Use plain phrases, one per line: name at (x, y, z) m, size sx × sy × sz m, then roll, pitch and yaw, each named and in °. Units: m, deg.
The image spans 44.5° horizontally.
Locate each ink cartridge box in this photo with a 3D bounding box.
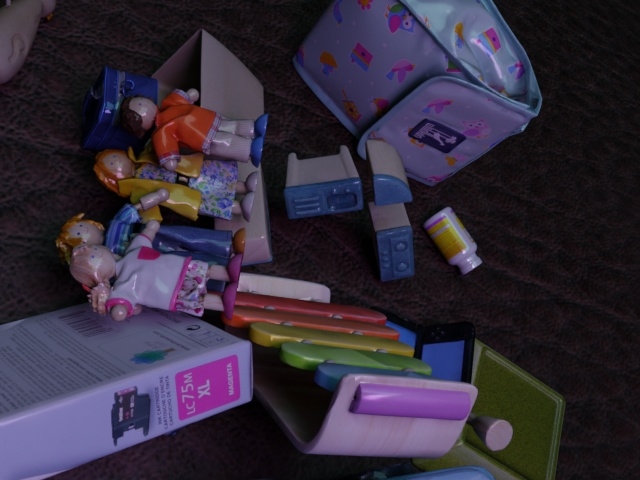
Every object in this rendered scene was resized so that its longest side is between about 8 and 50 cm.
ink cartridge box at (-0.229, 0.115, 0.586) m, size 0.311 × 0.185 × 0.065 m, roll -11°, pitch 107°, yaw -38°

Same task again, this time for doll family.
doll family at (-0.147, -0.018, 0.713) m, size 0.163 × 0.118 × 0.263 m, roll 10°, pitch 54°, yaw -5°

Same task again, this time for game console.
game console at (0.107, 0.133, 0.867) m, size 0.071 × 0.107 × 0.122 m, roll 48°, pitch 43°, yaw -40°

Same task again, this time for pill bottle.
pill bottle at (0.170, 0.002, 0.996) m, size 0.043 × 0.043 × 0.083 m, roll -29°, pitch 83°, yaw -40°

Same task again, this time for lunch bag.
lunch bag at (0.122, -0.205, 0.962) m, size 0.160 × 0.223 × 0.262 m, roll -37°, pitch 89°, yaw -35°
lunch bag at (-0.206, -0.129, 0.788) m, size 0.065 × 0.098 × 0.067 m, roll 8°, pitch 66°, yaw -26°

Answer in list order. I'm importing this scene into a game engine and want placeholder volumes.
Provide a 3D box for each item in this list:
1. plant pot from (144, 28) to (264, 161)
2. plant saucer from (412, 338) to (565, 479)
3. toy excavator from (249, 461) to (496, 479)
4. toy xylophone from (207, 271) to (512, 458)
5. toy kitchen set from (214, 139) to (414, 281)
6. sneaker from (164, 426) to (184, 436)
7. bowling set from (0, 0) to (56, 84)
plant pot at (-0.120, -0.142, 0.853) m, size 0.096 × 0.109 × 0.109 m, roll 19°, pitch 55°, yaw -37°
plant saucer at (0.212, 0.213, 0.905) m, size 0.188 × 0.045 × 0.188 m, roll 34°, pitch 51°, yaw -14°
toy excavator at (0.145, 0.250, 0.578) m, size 0.432 × 0.445 × 0.222 m, roll 2°, pitch 64°, yaw -32°
toy xylophone at (0.030, 0.112, 0.714) m, size 0.236 × 0.322 × 0.081 m, roll 8°, pitch 99°, yaw -32°
toy kitchen set at (0.000, 0.000, 0.862) m, size 0.207 × 0.166 × 0.122 m, roll -8°, pitch 47°, yaw 1°
sneaker at (-0.147, 0.150, 0.704) m, size 0.135 × 0.052 × 0.058 m, roll -10°, pitch 80°, yaw -32°
bowling set at (-0.388, -0.291, 0.717) m, size 0.199 × 0.287 × 0.154 m, roll 4°, pitch 49°, yaw 7°
